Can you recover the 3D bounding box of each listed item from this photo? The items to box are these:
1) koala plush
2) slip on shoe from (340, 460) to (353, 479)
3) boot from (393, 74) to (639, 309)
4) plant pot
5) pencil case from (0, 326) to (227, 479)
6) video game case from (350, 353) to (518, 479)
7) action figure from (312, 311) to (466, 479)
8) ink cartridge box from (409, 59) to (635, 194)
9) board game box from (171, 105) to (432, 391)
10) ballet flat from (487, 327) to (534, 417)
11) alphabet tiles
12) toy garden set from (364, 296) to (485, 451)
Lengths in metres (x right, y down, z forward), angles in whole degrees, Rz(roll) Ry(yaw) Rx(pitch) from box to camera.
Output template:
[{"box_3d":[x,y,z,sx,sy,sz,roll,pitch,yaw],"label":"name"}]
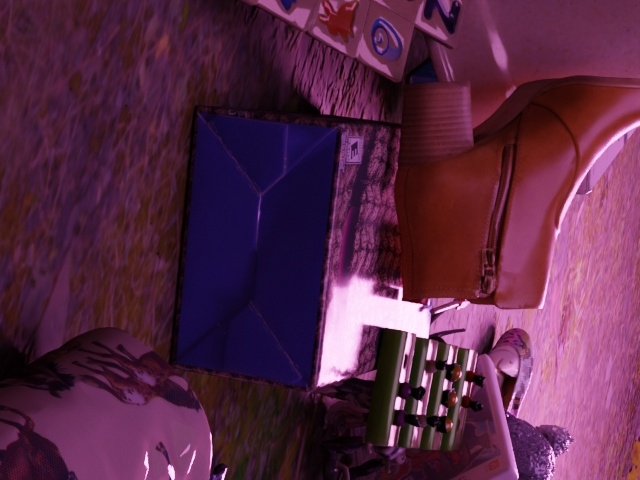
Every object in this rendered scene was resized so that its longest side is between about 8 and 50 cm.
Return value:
[{"box_3d":[0.184,0.257,1.849,0.196,0.221,0.203,-47,140,-54],"label":"koala plush"},{"box_3d":[0.070,0.396,1.804,0.101,0.123,0.331,-127,-152,-69],"label":"slip on shoe"},{"box_3d":[0.204,-0.044,1.403,0.104,0.295,0.211,-167,-106,-72],"label":"boot"},{"box_3d":[0.256,-0.246,1.572,0.334,0.305,0.334,-18,90,-83],"label":"plant pot"},{"box_3d":[-0.216,0.199,0.952,0.410,0.160,0.183,-33,113,-62],"label":"pencil case"},{"box_3d":[0.117,0.227,1.661,0.023,0.183,0.201,53,17,-27],"label":"video game case"},{"box_3d":[0.048,0.183,1.613,0.276,0.141,0.164,-61,148,-25],"label":"action figure"},{"box_3d":[0.264,-0.178,1.884,0.307,0.223,0.129,-43,136,-57],"label":"ink cartridge box"},{"box_3d":[0.000,0.000,1.422,0.291,0.141,0.232,-8,106,-66],"label":"board game box"},{"box_3d":[0.255,0.221,2.219,0.079,0.077,0.221,35,65,-44],"label":"ballet flat"},{"box_3d":[0.020,-0.310,1.327,0.342,0.011,0.285,23,75,-38],"label":"alphabet tiles"},{"box_3d":[0.124,0.106,1.502,0.244,0.049,0.204,20,79,-66],"label":"toy garden set"}]
